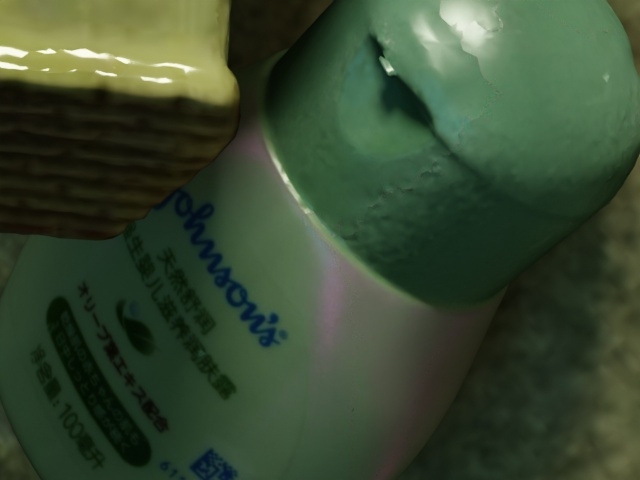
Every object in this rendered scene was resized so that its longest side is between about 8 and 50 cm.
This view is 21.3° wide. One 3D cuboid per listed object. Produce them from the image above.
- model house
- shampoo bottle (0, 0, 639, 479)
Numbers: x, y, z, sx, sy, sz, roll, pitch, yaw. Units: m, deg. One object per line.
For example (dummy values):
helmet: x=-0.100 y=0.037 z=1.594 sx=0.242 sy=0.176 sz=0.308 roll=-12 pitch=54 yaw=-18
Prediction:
model house: x=-0.105 y=-0.150 z=0.714 sx=0.261 sy=0.321 sz=0.266 roll=4 pitch=109 yaw=-8
shampoo bottle: x=0.000 y=0.000 z=0.787 sx=0.349 sy=0.151 sz=0.222 roll=-42 pitch=70 yaw=33
